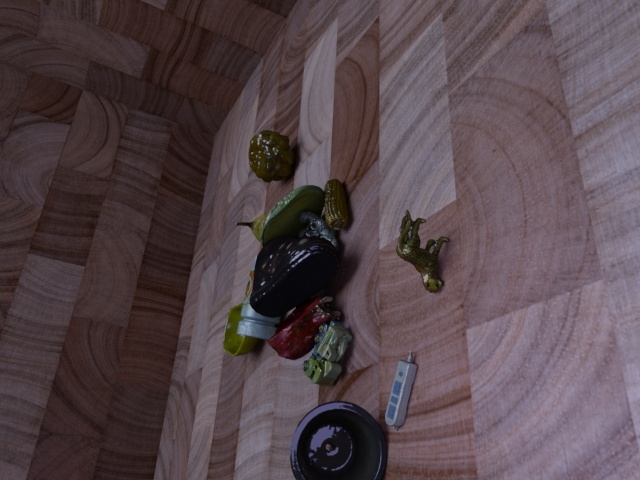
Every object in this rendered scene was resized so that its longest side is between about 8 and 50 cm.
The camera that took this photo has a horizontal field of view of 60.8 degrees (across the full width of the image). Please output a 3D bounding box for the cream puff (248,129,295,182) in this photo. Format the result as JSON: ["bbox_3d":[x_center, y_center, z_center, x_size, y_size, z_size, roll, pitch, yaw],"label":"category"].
[{"bbox_3d":[-0.221,-0.384,2.472,0.244,0.244,0.196,-59,-8,28],"label":"cream puff"}]

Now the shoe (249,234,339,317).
[{"bbox_3d":[-0.085,0.074,1.789,0.384,0.171,0.237,-43,32,36],"label":"shoe"}]

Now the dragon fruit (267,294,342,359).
[{"bbox_3d":[-0.023,0.265,1.703,0.211,0.134,0.262,-39,3,30],"label":"dragon fruit"}]

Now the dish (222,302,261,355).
[{"bbox_3d":[-0.313,0.379,2.286,0.262,0.108,0.221,-14,62,61],"label":"dish"}]

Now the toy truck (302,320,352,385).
[{"bbox_3d":[0.029,0.339,1.606,0.116,0.085,0.191,40,109,59],"label":"toy truck"}]

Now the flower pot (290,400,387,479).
[{"bbox_3d":[0.034,0.519,1.356,0.148,0.235,0.235,121,159,-72],"label":"flower pot"}]

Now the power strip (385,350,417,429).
[{"bbox_3d":[0.193,0.356,1.301,0.047,0.030,0.191,4,79,65],"label":"power strip"}]

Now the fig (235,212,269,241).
[{"bbox_3d":[-0.236,-0.050,2.231,0.159,0.257,0.159,-13,73,50],"label":"fig"}]

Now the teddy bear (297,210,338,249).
[{"bbox_3d":[0.013,-0.009,1.867,0.213,0.111,0.133,46,141,37],"label":"teddy bear"}]

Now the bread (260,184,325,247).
[{"bbox_3d":[-0.095,-0.074,1.929,0.045,0.301,0.301,44,120,26],"label":"bread"}]

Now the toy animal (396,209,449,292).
[{"bbox_3d":[0.229,0.026,1.281,0.073,0.181,0.136,-1,60,46],"label":"toy animal"}]

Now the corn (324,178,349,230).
[{"bbox_3d":[0.049,-0.129,1.865,0.080,0.080,0.231,-53,29,37],"label":"corn"}]

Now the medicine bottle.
[{"bbox_3d":[-0.215,0.220,2.118,0.158,0.158,0.318,-15,62,63],"label":"medicine bottle"}]
